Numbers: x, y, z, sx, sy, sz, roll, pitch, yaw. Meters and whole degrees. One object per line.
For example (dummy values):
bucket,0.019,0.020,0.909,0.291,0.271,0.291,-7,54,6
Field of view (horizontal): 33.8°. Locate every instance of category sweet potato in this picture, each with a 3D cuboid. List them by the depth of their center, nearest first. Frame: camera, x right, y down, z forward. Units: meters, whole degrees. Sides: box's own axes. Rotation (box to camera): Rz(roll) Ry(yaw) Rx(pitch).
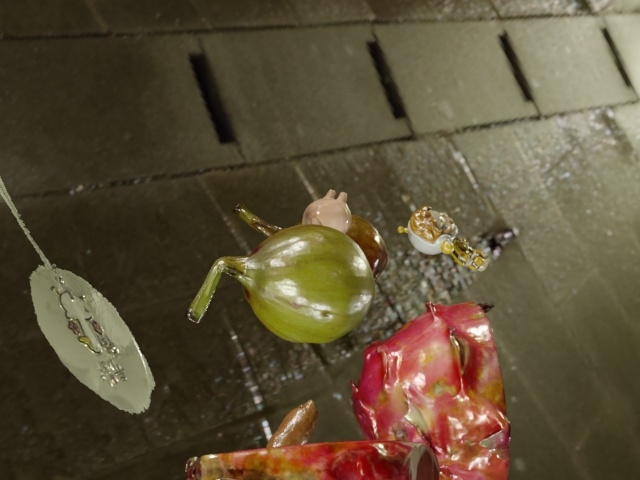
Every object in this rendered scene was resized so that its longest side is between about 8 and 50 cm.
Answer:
sweet potato,-0.057,0.320,1.581,0.056,0.056,0.195,40,62,-20

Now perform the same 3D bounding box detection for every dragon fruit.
dragon fruit,0.005,0.214,0.769,0.163,0.189,0.261,56,11,27
dragon fruit,0.179,0.286,1.775,0.249,0.386,0.371,-5,94,-4

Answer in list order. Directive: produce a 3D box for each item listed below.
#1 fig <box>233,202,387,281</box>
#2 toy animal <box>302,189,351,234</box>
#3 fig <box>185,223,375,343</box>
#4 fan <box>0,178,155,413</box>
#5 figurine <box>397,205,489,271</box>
fig,-0.004,-0.002,1.878,0.190,0.191,0.290,-11,51,-43
toy animal,0.006,0.001,1.475,0.089,0.083,0.150,12,85,-10
fig,-0.036,0.042,1.192,0.186,0.148,0.142,28,27,-19
fan,-0.348,0.057,1.416,0.415,0.012,0.233,56,10,8
figurine,0.195,-0.002,1.630,0.143,0.068,0.101,17,32,-37
